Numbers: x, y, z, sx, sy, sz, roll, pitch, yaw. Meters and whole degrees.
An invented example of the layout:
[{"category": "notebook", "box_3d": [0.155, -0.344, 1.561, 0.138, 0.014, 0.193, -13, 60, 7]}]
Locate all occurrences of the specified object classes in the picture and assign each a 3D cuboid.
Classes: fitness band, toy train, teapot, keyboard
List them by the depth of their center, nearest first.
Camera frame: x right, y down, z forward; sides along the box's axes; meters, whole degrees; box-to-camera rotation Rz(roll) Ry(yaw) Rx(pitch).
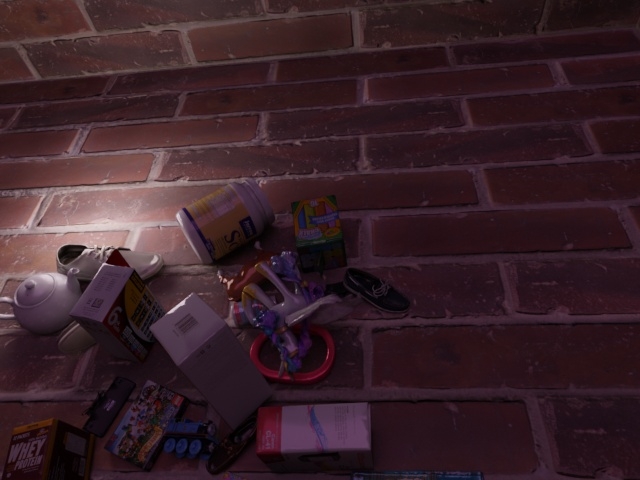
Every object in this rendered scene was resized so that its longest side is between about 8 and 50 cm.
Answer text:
[{"category": "toy train", "box_3d": [-0.388, 0.591, 1.402, 0.184, 0.080, 0.105, -9, 49, 25]}, {"category": "keyboard", "box_3d": [-0.704, 0.543, 1.547, 0.100, 0.038, 0.192, 27, 56, -1]}, {"category": "fitness band", "box_3d": [-0.092, 0.376, 1.570, 0.290, 0.054, 0.209, 2, 55, 11]}, {"category": "teapot", "box_3d": [-1.044, 0.215, 1.750, 0.252, 0.187, 0.256, 13, 56, 18]}]

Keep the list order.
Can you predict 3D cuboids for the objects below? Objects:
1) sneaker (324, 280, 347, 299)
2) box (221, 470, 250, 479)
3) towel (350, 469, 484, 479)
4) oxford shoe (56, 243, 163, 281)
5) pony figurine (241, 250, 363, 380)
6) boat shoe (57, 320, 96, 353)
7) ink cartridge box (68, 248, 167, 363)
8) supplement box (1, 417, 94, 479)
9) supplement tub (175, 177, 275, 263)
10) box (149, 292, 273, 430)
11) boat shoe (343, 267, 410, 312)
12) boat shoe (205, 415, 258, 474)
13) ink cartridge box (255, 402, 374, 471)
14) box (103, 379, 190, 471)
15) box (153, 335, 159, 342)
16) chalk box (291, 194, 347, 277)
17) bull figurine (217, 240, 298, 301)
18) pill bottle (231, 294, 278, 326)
[{"category": "sneaker", "box_3d": [0.029, 0.198, 1.691, 0.170, 0.051, 0.089, -12, 51, -7]}, {"category": "box", "box_3d": [-0.161, 0.791, 1.170, 0.278, 0.177, 0.290, 11, 54, 18]}, {"category": "towel", "box_3d": [0.262, 0.749, 1.227, 0.369, 0.040, 0.272, -3, 51, 7]}, {"category": "oxford shoe", "box_3d": [-0.848, 0.082, 1.853, 0.448, 0.130, 0.169, 1, 38, 8]}, {"category": "pony figurine", "box_3d": [-0.078, 0.216, 1.501, 0.351, 0.302, 0.364, -40, 66, 15]}, {"category": "boat shoe", "box_3d": [-0.815, 0.278, 1.715, 0.096, 0.117, 0.324, 30, 58, 33]}, {"category": "ink cartridge box", "box_3d": [-0.657, 0.225, 1.603, 0.129, 0.310, 0.272, 9, 54, 15]}, {"category": "supplement box", "box_3d": [-0.784, 0.648, 1.353, 0.128, 0.194, 0.192, -16, 51, 5]}, {"category": "supplement tub", "box_3d": [-0.372, -0.082, 1.848, 0.331, 0.241, 0.241, -31, 54, -15]}, {"category": "box", "box_3d": [-0.318, 0.361, 1.395, 0.168, 0.346, 0.215, -40, 40, -21]}, {"category": "boat shoe", "box_3d": [0.201, 0.170, 1.655, 0.254, 0.079, 0.095, 28, 53, 17]}, {"category": "boat shoe", "box_3d": [-0.261, 0.605, 1.398, 0.073, 0.073, 0.207, 36, 66, 28]}, {"category": "ink cartridge box", "box_3d": [-0.008, 0.552, 1.303, 0.305, 0.226, 0.131, -3, 52, 7]}, {"category": "box", "box_3d": [-0.543, 0.578, 1.477, 0.159, 0.044, 0.233, 15, 56, 19]}, {"category": "box", "box_3d": [-0.475, 0.345, 1.652, 0.186, 0.038, 0.145, 34, 63, 25]}, {"category": "chalk box", "box_3d": [0.000, 0.000, 1.769, 0.178, 0.180, 0.289, -10, 52, 1]}, {"category": "bull figurine", "box_3d": [-0.233, 0.105, 1.742, 0.310, 0.101, 0.188, -35, 37, -18]}, {"category": "pill bottle", "box_3d": [-0.231, 0.246, 1.665, 0.160, 0.087, 0.087, -15, 51, -3]}]
